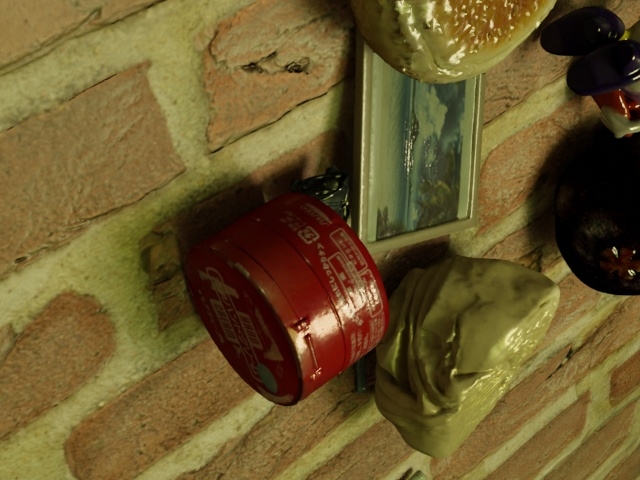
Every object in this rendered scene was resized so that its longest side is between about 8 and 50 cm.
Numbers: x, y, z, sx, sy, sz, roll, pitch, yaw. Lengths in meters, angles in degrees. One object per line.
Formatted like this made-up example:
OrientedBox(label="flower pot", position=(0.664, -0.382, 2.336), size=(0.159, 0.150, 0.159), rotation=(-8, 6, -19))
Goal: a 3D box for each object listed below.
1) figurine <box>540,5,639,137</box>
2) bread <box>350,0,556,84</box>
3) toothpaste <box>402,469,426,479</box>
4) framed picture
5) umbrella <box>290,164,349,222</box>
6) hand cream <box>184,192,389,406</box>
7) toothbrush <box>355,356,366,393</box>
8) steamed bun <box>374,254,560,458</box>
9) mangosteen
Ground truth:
OrientedBox(label="figurine", position=(0.494, -0.257, 1.515), size=(0.193, 0.154, 0.421), rotation=(-36, 155, 20))
OrientedBox(label="bread", position=(0.147, -0.329, 1.127), size=(0.305, 0.158, 0.306), rotation=(-22, 127, -33))
OrientedBox(label="toothpaste", position=(0.107, 0.490, 1.786), size=(0.216, 0.037, 0.062), rotation=(-43, 141, -6))
OrientedBox(label="framed picture", position=(0.131, -0.148, 1.302), size=(0.232, 0.024, 0.315), rotation=(-15, 113, -38))
OrientedBox(label="umbrella", position=(0.001, -0.002, 1.298), size=(0.080, 0.071, 0.224), rotation=(-17, 137, -15))
OrientedBox(label="hand cream", position=(-0.039, 0.066, 1.181), size=(0.149, 0.230, 0.230), rotation=(-33, 136, -25))
OrientedBox(label="toothbrush", position=(0.061, 0.150, 1.502), size=(0.016, 0.019, 0.220), rotation=(-31, 136, -32))
OrientedBox(label="steamed bun", position=(0.193, 0.154, 1.505), size=(0.276, 0.203, 0.289), rotation=(-31, 150, -38))
OrientedBox(label="mangosteen", position=(0.517, -0.064, 1.650), size=(0.302, 0.275, 0.275), rotation=(-66, 155, -43))
